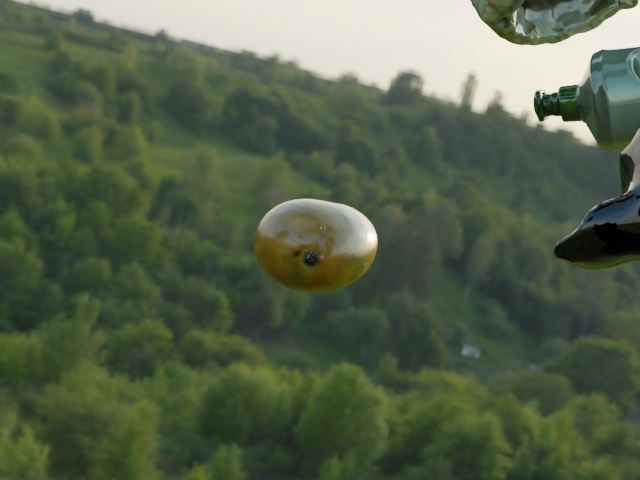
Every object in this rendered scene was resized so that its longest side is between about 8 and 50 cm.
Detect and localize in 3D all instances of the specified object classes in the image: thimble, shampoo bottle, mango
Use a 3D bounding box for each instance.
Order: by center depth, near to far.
[{"bbox_3d":[0.292,-0.120,1.147,0.234,0.087,0.118,-4,12,18],"label":"shampoo bottle"},{"bbox_3d":[0.199,-0.264,1.229,0.190,0.137,0.143,-9,61,-34],"label":"thimble"},{"bbox_3d":[0.003,0.002,1.388,0.111,0.089,0.163,24,19,34],"label":"mango"}]

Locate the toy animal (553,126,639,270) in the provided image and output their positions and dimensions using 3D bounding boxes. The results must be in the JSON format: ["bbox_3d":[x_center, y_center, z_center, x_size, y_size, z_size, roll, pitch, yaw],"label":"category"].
[{"bbox_3d":[0.285,0.033,0.971,0.194,0.344,0.303,-21,-27,29],"label":"toy animal"}]
